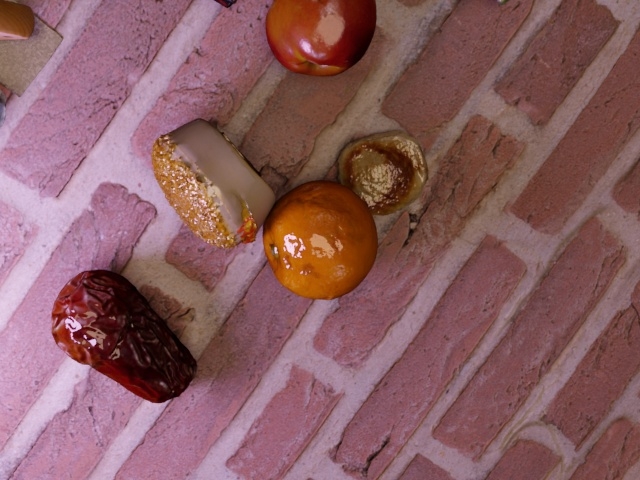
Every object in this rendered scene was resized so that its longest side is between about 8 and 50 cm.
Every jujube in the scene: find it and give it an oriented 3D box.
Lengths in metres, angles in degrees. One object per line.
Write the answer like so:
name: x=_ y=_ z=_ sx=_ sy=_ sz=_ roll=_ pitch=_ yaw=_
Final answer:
jujube: x=-0.418 y=0.213 z=1.861 sx=0.216 sy=0.216 sz=0.342 roll=-47 pitch=114 yaw=2

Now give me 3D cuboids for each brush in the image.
brush: x=-0.691 y=-0.480 z=1.673 sx=0.266 sy=0.174 sz=0.166 roll=3 pitch=92 yaw=-20

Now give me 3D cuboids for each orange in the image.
orange: x=0.000 y=0.000 z=1.859 sx=0.261 sy=0.261 sz=0.261 roll=-2 pitch=102 yaw=-10

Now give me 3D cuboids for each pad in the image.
pad: x=-0.668 y=-0.427 z=1.770 sx=0.235 sy=0.003 sz=0.158 roll=38 pitch=93 yaw=-16

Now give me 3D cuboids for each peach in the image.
peach: x=0.002 y=-0.460 z=1.794 sx=0.243 sy=0.199 sz=0.244 roll=-5 pitch=77 yaw=21

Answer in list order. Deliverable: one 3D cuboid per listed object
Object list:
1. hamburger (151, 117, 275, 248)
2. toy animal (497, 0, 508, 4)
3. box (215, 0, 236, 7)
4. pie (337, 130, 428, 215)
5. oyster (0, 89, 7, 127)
hamburger: x=-0.230 y=-0.108 z=1.784 sx=0.179 sy=0.276 sz=0.294 roll=-44 pitch=102 yaw=-11
toy animal: x=0.372 y=-0.641 z=1.838 sx=0.310 sy=0.183 sz=0.247 roll=-44 pitch=101 yaw=6
box: x=-0.200 y=-0.714 z=1.740 sx=0.264 sy=0.116 sz=0.415 roll=27 pitch=95 yaw=-16
pie: x=0.141 y=-0.150 z=1.942 sx=0.205 sy=0.084 sz=0.179 roll=-13 pitch=104 yaw=-5
oyster: x=-0.791 y=-0.201 z=1.736 sx=0.351 sy=0.158 sz=0.162 roll=-42 pitch=64 yaw=8
